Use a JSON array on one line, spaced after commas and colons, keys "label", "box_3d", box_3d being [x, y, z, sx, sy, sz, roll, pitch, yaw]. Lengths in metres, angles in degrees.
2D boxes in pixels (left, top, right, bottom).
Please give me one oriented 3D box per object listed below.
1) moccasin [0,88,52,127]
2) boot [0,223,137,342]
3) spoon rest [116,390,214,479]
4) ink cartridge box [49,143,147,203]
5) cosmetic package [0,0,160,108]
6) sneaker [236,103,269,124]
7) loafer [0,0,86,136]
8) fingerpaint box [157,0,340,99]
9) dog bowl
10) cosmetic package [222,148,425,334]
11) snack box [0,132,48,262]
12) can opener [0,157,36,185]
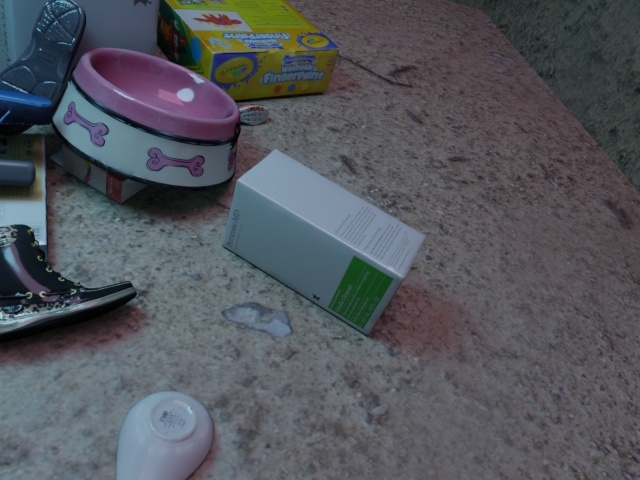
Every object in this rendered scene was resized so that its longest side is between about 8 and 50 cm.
[{"label": "moccasin", "box_3d": [-0.667, -0.221, 0.922, 0.341, 0.117, 0.138, 1, 17, -17]}, {"label": "boot", "box_3d": [-0.442, 0.053, 0.846, 0.236, 0.085, 0.179, -15, 76, -30]}, {"label": "spoon rest", "box_3d": [-0.243, 0.322, 0.721, 0.137, 0.084, 0.276, 24, 29, -2]}, {"label": "ink cartridge box", "box_3d": [-0.472, -0.176, 1.115, 0.198, 0.067, 0.115, 30, 42, 7]}, {"label": "cosmetic package", "box_3d": [-0.634, -0.561, 1.238, 0.327, 0.330, 0.394, -22, 58, -39]}, {"label": "sneaker", "box_3d": [-0.219, -0.359, 1.422, 0.157, 0.061, 0.065, -10, 45, -32]}, {"label": "loafer", "box_3d": [-0.561, -0.343, 1.044, 0.109, 0.303, 0.095, 31, 3, -14]}, {"label": "fingerpaint box", "box_3d": [-0.231, -0.606, 1.587, 0.444, 0.163, 0.371, -18, 56, -36]}, {"label": "dog bowl", "box_3d": [-0.359, -0.281, 1.136, 0.407, 0.151, 0.408, 22, 27, -11]}, {"label": "cosmetic package", "box_3d": [0.000, 0.000, 1.054, 0.365, 0.197, 0.155, 29, 43, 8]}, {"label": "snack box", "box_3d": [-0.618, -0.087, 0.965, 0.186, 0.060, 0.322, -2, 48, -26]}, {"label": "can opener", "box_3d": [-0.650, -0.100, 0.880, 0.283, 0.095, 0.076, 0, 9, -31]}]
